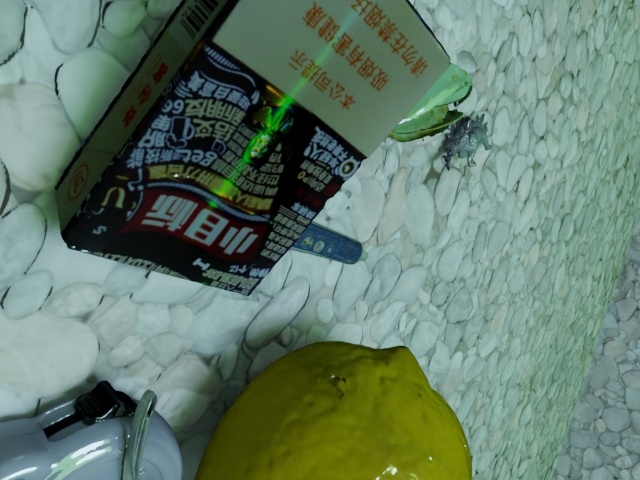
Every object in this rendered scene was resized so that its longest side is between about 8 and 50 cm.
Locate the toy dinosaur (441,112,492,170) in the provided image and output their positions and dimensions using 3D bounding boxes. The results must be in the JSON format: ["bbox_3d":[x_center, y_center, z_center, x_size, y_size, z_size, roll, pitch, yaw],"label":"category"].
[{"bbox_3d":[0.252,-0.170,0.812,0.209,0.039,0.082,-43,127,-40],"label":"toy dinosaur"}]

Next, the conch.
[{"bbox_3d":[0.153,-0.190,0.691,0.170,0.079,0.105,-37,123,-11],"label":"conch"}]

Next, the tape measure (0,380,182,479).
[{"bbox_3d":[-0.218,0.234,0.440,0.178,0.105,0.196,-28,121,-36],"label":"tape measure"}]

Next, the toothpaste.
[{"bbox_3d":[0.000,0.000,0.627,0.197,0.035,0.057,20,84,-43],"label":"toothpaste"}]

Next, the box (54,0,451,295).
[{"bbox_3d":[-0.056,-0.102,0.409,0.310,0.084,0.198,-48,140,15],"label":"box"}]

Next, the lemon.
[{"bbox_3d":[0.015,0.286,0.551,0.336,0.336,0.336,-17,115,-40],"label":"lemon"}]
